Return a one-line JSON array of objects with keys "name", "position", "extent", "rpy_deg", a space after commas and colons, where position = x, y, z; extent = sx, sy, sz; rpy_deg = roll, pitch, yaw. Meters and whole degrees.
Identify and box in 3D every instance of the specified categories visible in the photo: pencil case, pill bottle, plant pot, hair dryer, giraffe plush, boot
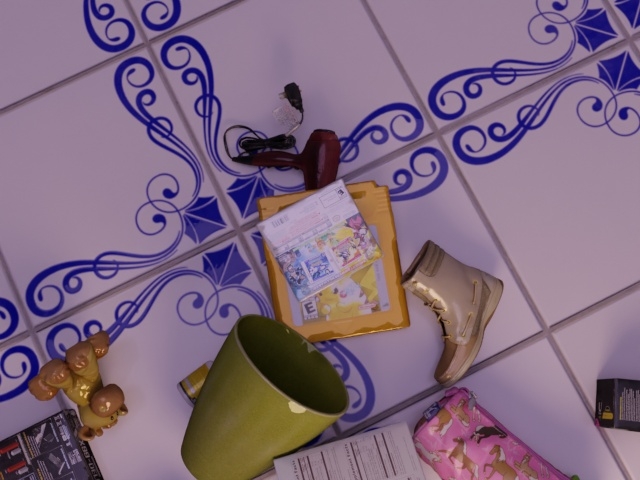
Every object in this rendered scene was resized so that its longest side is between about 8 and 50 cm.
[{"name": "pencil case", "position": [0.360, 0.459, 1.548], "extent": [0.386, 0.167, 0.160], "rpy_deg": [40, 57, 18]}, {"name": "pill bottle", "position": [-0.238, 0.294, 1.669], "extent": [0.116, 0.065, 0.065], "rpy_deg": [-37, 80, -5]}, {"name": "plant pot", "position": [-0.139, 0.345, 1.566], "extent": [0.275, 0.275, 0.293], "rpy_deg": [41, 105, 8]}, {"name": "hair dryer", "position": [-0.060, -0.180, 1.768], "extent": [0.224, 0.080, 0.293], "rpy_deg": [-37, 77, 15]}, {"name": "giraffe plush", "position": [-0.474, 0.311, 1.617], "extent": [0.181, 0.210, 0.170], "rpy_deg": [-35, 85, -30]}, {"name": "boot", "position": [0.245, 0.150, 1.642], "extent": [0.203, 0.095, 0.262], "rpy_deg": [31, 76, -12]}]

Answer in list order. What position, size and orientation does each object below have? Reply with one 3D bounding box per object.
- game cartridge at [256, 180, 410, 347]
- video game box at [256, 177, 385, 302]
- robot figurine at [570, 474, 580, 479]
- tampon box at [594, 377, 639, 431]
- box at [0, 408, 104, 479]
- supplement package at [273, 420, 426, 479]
[{"name": "game cartridge", "position": [0.027, 0.047, 1.689], "extent": [0.285, 0.052, 0.323], "rpy_deg": [-10, 91, -1]}, {"name": "video game box", "position": [0.000, 0.000, 1.645], "extent": [0.205, 0.048, 0.187], "rpy_deg": [-28, 87, -1]}, {"name": "robot figurine", "position": [0.520, 0.536, 1.601], "extent": [0.101, 0.067, 0.115], "rpy_deg": [-23, 80, 24]}, {"name": "tampon box", "position": [0.656, 0.339, 1.609], "extent": [0.161, 0.120, 0.101], "rpy_deg": [6, 78, 3]}, {"name": "box", "position": [-0.566, 0.538, 1.623], "extent": [0.242, 0.076, 0.307], "rpy_deg": [-27, 79, -4]}, {"name": "supplement package", "position": [0.070, 0.499, 1.527], "extent": [0.263, 0.199, 0.198], "rpy_deg": [-16, 62, -3]}]
